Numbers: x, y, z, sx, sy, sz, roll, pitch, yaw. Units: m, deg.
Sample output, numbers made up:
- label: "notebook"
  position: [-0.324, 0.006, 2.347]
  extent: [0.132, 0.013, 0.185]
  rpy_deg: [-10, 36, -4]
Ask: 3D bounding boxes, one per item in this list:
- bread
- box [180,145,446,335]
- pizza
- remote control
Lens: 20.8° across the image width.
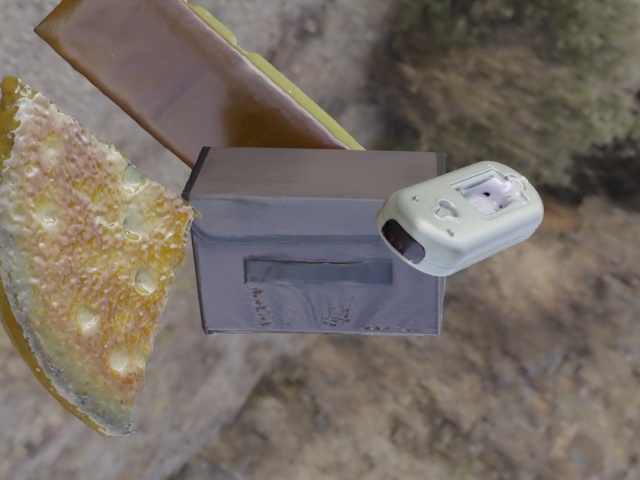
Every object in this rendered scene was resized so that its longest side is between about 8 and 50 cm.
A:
- label: "bread"
  position: [-0.124, -0.159, 1.875]
  extent: [0.138, 0.361, 0.077]
  rpy_deg: [-45, -168, 17]
- label: "box"
  position: [0.000, 0.000, 1.735]
  extent: [0.188, 0.252, 0.153]
  rpy_deg: [-80, 169, -71]
- label: "pizza"
  position: [-0.178, 0.005, 1.348]
  extent: [0.197, 0.058, 0.292]
  rpy_deg: [-29, 107, -43]
- label: "remote control"
  position: [0.119, -0.022, 1.417]
  extent: [0.042, 0.078, 0.221]
  rpy_deg: [-52, 163, 27]
